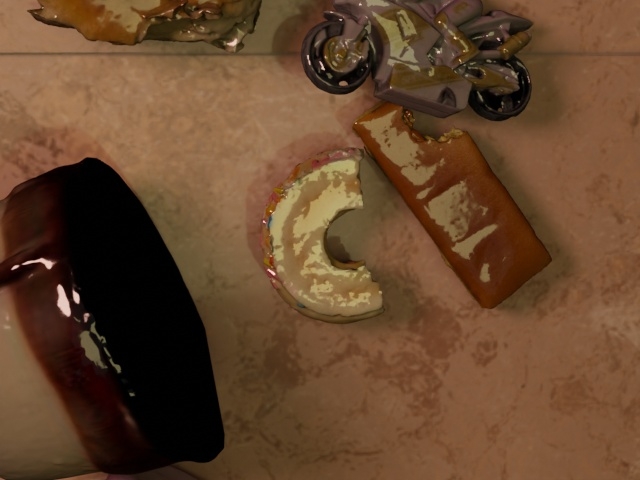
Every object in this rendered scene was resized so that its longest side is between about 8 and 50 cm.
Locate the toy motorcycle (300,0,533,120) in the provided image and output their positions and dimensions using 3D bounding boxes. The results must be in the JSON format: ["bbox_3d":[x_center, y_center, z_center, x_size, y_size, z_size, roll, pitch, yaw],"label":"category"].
[{"bbox_3d":[0.091,-0.191,1.120,0.225,0.073,0.152,7,82,-20],"label":"toy motorcycle"}]

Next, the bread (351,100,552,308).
[{"bbox_3d":[0.122,-0.045,1.181,0.088,0.049,0.226,-36,107,-2],"label":"bread"}]

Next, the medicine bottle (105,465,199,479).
[{"bbox_3d":[-0.184,0.340,1.150,0.152,0.152,0.254,30,94,-17],"label":"medicine bottle"}]

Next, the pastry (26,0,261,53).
[{"bbox_3d":[-0.142,-0.278,1.029,0.257,0.121,0.236,3,102,-14],"label":"pastry"}]

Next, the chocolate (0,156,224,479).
[{"bbox_3d":[-0.222,0.083,1.044,0.186,0.283,0.283,-24,108,11],"label":"chocolate"}]

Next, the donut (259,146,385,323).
[{"bbox_3d":[-0.004,-0.002,1.154,0.108,0.065,0.166,-10,106,-10],"label":"donut"}]
